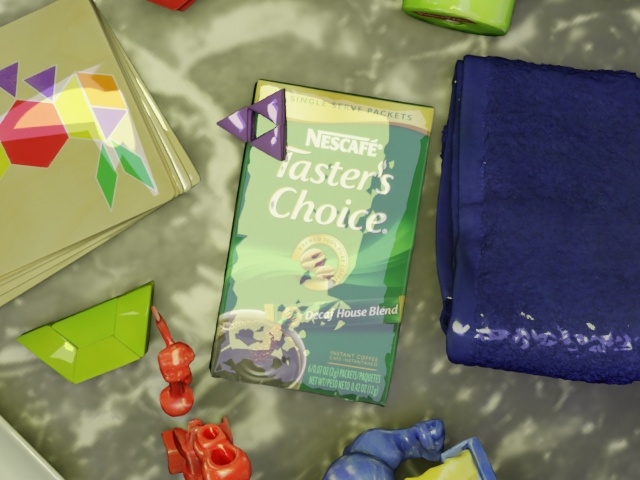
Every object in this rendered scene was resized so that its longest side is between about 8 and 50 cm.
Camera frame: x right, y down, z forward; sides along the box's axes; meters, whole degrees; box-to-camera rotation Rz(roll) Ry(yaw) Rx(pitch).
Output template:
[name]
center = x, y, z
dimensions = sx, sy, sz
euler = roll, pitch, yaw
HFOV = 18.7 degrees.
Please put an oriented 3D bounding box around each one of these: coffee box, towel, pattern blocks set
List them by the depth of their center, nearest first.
[towel]
center = 0.220, 0.003, 1.124
dimensions = 0.308, 0.076, 0.227
euler = 7, 50, -1
[pattern blocks set]
center = -0.179, -0.054, 1.156
dimensions = 0.325, 0.026, 0.285
euler = -16, 93, 6
[coffee box]
center = 0.000, 0.000, 1.174
dimensions = 0.113, 0.040, 0.184
euler = 11, 91, -2

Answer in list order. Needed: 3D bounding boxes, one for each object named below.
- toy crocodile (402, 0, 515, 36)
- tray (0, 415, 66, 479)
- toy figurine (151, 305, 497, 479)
[toy crocodile]
center = 0.044, -0.198, 1.107
dimensions = 0.340, 0.105, 0.115
euler = 16, 88, -28
[tray]
center = -0.279, 0.101, 1.153
dimensions = 0.145, 0.030, 0.270
euler = -41, 98, 15
[toy figurine]
center = 0.055, 0.179, 1.048
dimensions = 0.217, 0.362, 0.191
euler = -13, 131, -11
